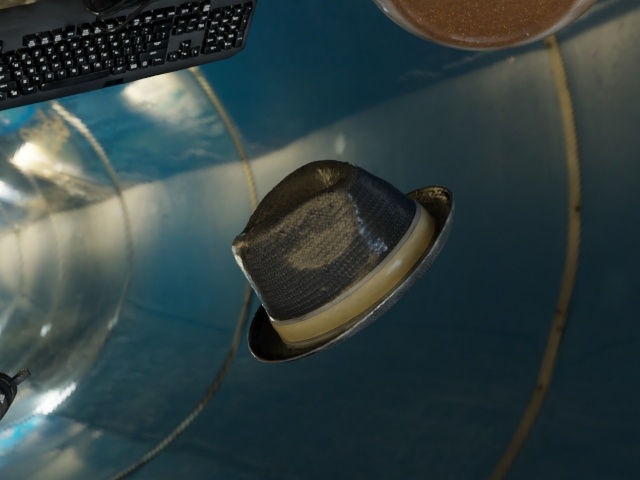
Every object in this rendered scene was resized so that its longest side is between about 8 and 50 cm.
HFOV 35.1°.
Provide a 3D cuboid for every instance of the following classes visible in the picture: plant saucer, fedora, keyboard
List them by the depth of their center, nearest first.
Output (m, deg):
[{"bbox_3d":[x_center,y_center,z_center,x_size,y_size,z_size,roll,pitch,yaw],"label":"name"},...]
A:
[{"bbox_3d":[-0.116,-0.122,0.607,0.038,0.192,0.100,52,-33,27],"label":"keyboard"},{"bbox_3d":[0.115,-0.201,0.713,0.198,0.198,0.036,-46,-152,46],"label":"plant saucer"},{"bbox_3d":[0.000,0.000,1.264,0.334,0.152,0.334,-38,-162,14],"label":"fedora"}]

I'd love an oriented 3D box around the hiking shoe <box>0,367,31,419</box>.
[{"bbox_3d":[-0.431,0.203,1.167,0.226,0.086,0.114,-15,-166,30],"label":"hiking shoe"}]
